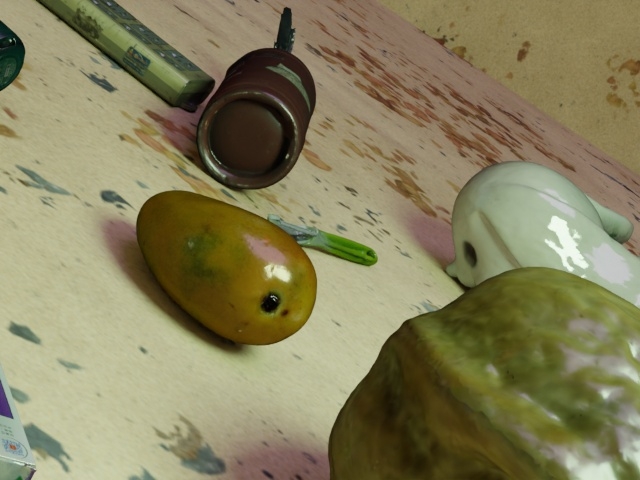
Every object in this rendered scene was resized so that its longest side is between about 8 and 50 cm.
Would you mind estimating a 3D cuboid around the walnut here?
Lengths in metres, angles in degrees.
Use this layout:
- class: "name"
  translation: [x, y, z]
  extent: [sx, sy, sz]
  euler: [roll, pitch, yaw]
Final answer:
- class: "walnut"
  translation: [0.140, 0.151, 0.905]
  extent: [0.283, 0.227, 0.283]
  euler: [43, 6, -5]

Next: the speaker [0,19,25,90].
- class: "speaker"
  translation: [-0.288, -0.157, 1.223]
  extent: [0.075, 0.060, 0.094]
  euler: [40, 16, 20]

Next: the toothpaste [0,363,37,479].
- class: "toothpaste"
  translation: [-0.194, 0.066, 0.796]
  extent: [0.047, 0.040, 0.196]
  euler: [20, 21, -34]

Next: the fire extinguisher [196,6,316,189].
- class: "fire extinguisher"
  translation: [-0.054, -0.158, 1.587]
  extent: [0.102, 0.138, 0.344]
  euler: [11, 18, 0]

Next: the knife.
- class: "knife"
  translation: [0.000, 0.000, 1.449]
  extent: [0.184, 0.026, 0.022]
  euler: [20, 61, -52]

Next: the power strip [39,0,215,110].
- class: "power strip"
  translation: [-0.226, -0.229, 1.621]
  extent: [0.268, 0.034, 0.092]
  euler: [38, 16, 10]

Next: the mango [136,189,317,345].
- class: "mango"
  translation: [-0.075, 0.015, 1.123]
  extent: [0.163, 0.089, 0.111]
  euler: [31, 1, 20]

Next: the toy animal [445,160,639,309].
- class: "toy animal"
  translation: [0.279, 0.034, 1.659]
  extent: [0.289, 0.174, 0.249]
  euler: [27, 17, -33]
